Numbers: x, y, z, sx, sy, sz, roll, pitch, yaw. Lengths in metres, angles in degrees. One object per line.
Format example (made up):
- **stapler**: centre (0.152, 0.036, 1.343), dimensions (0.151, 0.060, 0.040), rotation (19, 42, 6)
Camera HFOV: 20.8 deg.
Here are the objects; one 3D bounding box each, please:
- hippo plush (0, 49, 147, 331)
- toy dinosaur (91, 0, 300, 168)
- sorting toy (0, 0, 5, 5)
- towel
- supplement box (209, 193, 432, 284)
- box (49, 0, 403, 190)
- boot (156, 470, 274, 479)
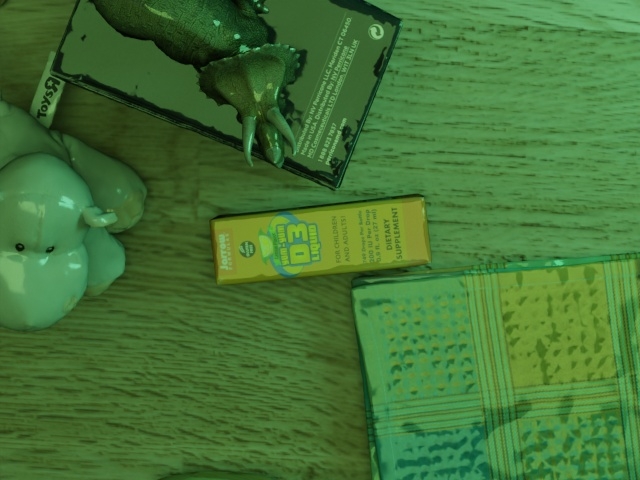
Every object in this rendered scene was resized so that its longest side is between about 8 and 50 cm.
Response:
- **hippo plush**: centre (-0.267, -0.028, 1.765), dimensions (0.234, 0.236, 0.294), rotation (8, 103, -24)
- **toy dinosaur**: centre (-0.126, -0.198, 1.515), dimensions (0.313, 0.160, 0.121), rotation (37, 96, -3)
- **sorting toy**: centre (-0.494, -0.356, 1.866), dimensions (0.307, 0.041, 0.229), rotation (-3, 101, 2)
- **towel**: centre (0.227, 0.155, 1.906), dimensions (0.370, 0.040, 0.271), rotation (-6, 97, 0)
- **supplement box**: centre (0.000, 0.000, 1.872), dimensions (0.233, 0.080, 0.078), rotation (-7, 94, 4)
- **box**: centre (-0.083, -0.195, 1.742), dimensions (0.294, 0.296, 0.183), rotation (21, 97, -1)
- **boot**: centre (-0.051, 0.373, 1.904), dimensions (0.295, 0.104, 0.211), rotation (9, 103, 5)
